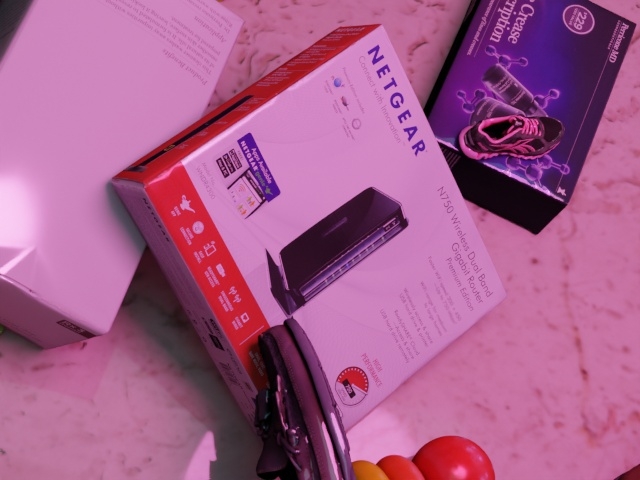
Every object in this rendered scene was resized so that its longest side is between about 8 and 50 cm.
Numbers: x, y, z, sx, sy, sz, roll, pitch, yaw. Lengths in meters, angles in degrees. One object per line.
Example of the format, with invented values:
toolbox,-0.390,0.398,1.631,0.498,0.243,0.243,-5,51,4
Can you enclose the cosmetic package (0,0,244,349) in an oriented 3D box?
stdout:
cosmetic package,-0.256,-0.108,1.328,0.217,0.156,0.385,35,64,-25

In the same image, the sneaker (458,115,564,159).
sneaker,0.211,-0.116,1.419,0.119,0.057,0.047,-9,72,-16

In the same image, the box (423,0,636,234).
box,0.229,-0.168,1.528,0.184,0.103,0.261,27,66,-5

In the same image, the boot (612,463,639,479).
boot,0.436,0.204,1.333,0.264,0.280,0.096,-13,73,-17

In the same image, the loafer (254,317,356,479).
loafer,-0.015,0.216,1.187,0.095,0.109,0.302,-17,69,-9

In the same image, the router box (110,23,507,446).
router box,0.000,0.000,1.333,0.301,0.082,0.335,-37,114,-22

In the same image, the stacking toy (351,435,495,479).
stacking toy,0.028,0.274,1.302,0.330,0.141,0.141,-14,73,-22

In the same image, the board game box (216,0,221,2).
board game box,-0.077,-0.350,1.557,0.181,0.043,0.092,-26,77,-20

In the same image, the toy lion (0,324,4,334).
toy lion,-0.359,0.094,1.333,0.100,0.034,0.096,-30,86,-22
